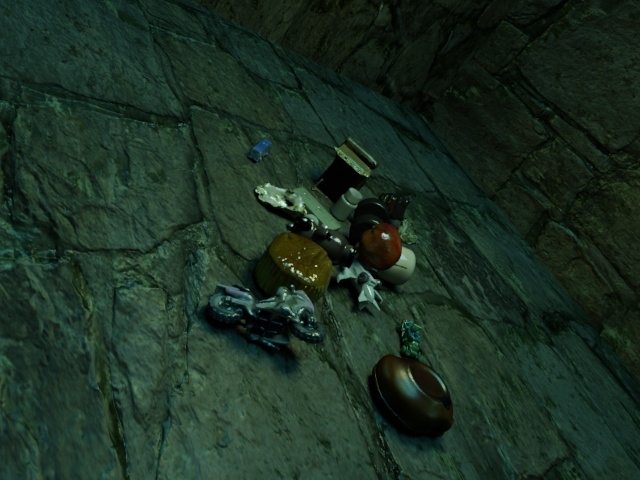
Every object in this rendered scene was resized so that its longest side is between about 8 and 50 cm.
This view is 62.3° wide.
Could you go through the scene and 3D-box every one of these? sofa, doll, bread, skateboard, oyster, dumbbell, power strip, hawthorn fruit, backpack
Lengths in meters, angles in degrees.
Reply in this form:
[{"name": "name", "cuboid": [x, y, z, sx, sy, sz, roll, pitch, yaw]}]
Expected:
[{"name": "sofa", "cuboid": [0.123, -0.293, 2.289, 0.200, 0.258, 0.182, 44, 43, 10]}, {"name": "doll", "cuboid": [0.000, 0.002, 1.795, 0.257, 0.182, 0.117, 32, 60, 11]}, {"name": "bread", "cuboid": [-0.076, 0.091, 1.645, 0.227, 0.142, 0.253, 35, 30, 7]}, {"name": "skateboard", "cuboid": [0.011, -0.218, 2.260, 0.083, 0.064, 0.032, 43, 19, -17]}, {"name": "oyster", "cuboid": [0.404, -0.038, 2.460, 0.177, 0.064, 0.125, 18, 48, -50]}, {"name": "oyster", "cuboid": [-0.146, -0.145, 1.975, 0.209, 0.072, 0.133, 11, 42, -10]}, {"name": "dumbbell", "cuboid": [0.201, -0.066, 2.164, 0.152, 0.152, 0.218, 35, 29, -8]}, {"name": "power strip", "cuboid": [-0.011, -0.092, 2.061, 0.288, 0.053, 0.093, 46, 29, 14]}, {"name": "hawthorn fruit", "cuboid": [0.230, 0.043, 1.896, 0.203, 0.163, 0.162, 59, 29, -6]}, {"name": "backpack", "cuboid": [0.327, -0.162, 2.460, 0.106, 0.120, 0.165, 13, 5, -36]}]

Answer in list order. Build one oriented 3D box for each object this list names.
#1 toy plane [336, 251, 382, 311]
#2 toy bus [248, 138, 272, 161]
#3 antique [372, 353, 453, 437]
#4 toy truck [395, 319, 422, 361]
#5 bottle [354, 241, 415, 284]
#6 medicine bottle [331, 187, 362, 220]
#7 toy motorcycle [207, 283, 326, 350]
[{"name": "toy plane", "cuboid": [0.140, 0.131, 1.874, 0.251, 0.101, 0.255, 30, 28, -41]}, {"name": "toy bus", "cuboid": [-0.244, -0.369, 2.168, 0.051, 0.061, 0.153, 33, 31, -1]}, {"name": "antique", "cuboid": [0.281, 0.451, 1.564, 0.278, 0.129, 0.223, 41, 27, -3]}, {"name": "toy truck", "cuboid": [0.318, 0.337, 1.817, 0.080, 0.078, 0.154, 27, 32, -18]}, {"name": "bottle", "cuboid": [0.231, 0.070, 2.030, 0.237, 0.147, 0.147, 21, 34, -17]}, {"name": "medicine bottle", "cuboid": [0.109, -0.150, 2.197, 0.080, 0.130, 0.080, 29, 31, -19]}, {"name": "toy motorcycle", "cuboid": [-0.142, 0.191, 1.448, 0.327, 0.143, 0.188, 16, 25, -10]}]
